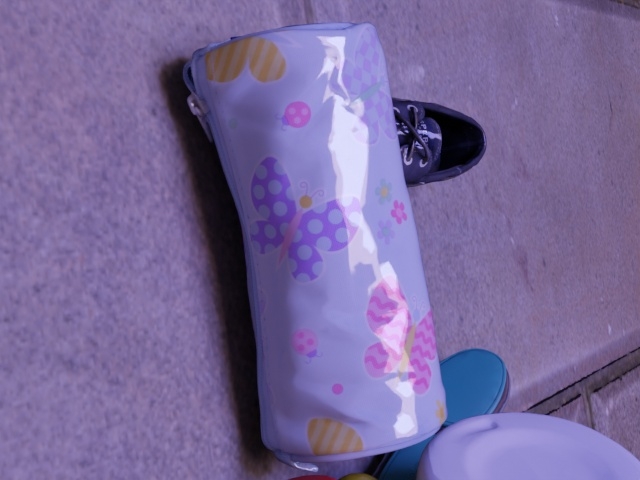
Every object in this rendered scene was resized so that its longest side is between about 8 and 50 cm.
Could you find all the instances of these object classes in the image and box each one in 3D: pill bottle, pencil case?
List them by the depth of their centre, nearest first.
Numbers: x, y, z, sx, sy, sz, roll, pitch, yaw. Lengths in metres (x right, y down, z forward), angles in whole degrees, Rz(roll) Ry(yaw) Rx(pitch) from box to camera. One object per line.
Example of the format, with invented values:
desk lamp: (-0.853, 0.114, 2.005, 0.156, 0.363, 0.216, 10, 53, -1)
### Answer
pencil case: (0.000, 0.000, 0.758, 0.124, 0.113, 0.273, -16, 96, -36)
pill bottle: (0.122, 0.263, 0.798, 0.152, 0.152, 0.272, -35, 136, -56)

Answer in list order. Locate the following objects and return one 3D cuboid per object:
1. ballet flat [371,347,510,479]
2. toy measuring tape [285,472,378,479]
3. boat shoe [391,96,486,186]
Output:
ballet flat: (0.084, 0.159, 0.917, 0.213, 0.072, 0.068, -47, 149, -52)
toy measuring tape: (-0.028, 0.219, 0.654, 0.330, 0.121, 0.121, -39, 115, -55)
boat shoe: (0.058, -0.071, 0.908, 0.228, 0.076, 0.080, 2, 80, -59)
